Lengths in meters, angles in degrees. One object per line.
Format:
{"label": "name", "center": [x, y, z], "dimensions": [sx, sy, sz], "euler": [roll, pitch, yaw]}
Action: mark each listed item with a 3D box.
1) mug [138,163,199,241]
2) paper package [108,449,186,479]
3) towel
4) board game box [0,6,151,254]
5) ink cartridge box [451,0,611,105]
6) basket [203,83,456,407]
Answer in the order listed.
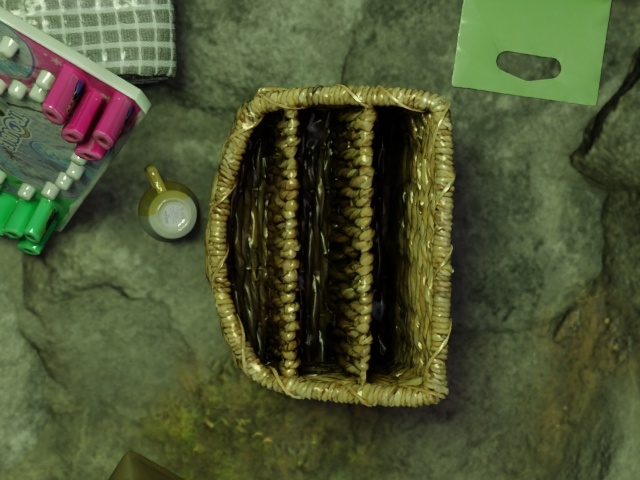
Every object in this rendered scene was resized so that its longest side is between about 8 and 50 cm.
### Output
{"label": "mug", "center": [-0.155, -0.031, 1.406], "dimensions": [0.078, 0.064, 0.062], "euler": [34, 88, -11]}
{"label": "paper package", "center": [-0.094, 0.365, 1.314], "dimensions": [0.309, 0.325, 0.168], "euler": [32, 88, -11]}
{"label": "towel", "center": [-0.283, -0.255, 1.337], "dimensions": [0.284, 0.121, 0.235], "euler": [-6, 94, -10]}
{"label": "board game box", "center": [-0.366, -0.137, 1.197], "dimensions": [0.390, 0.390, 0.050], "euler": [30, 67, -11]}
{"label": "ink cartridge box", "center": [0.236, -0.268, 1.467], "dimensions": [0.171, 0.056, 0.235], "euler": [7, 91, -12]}
{"label": "basket", "center": [0.000, 0.000, 1.357], "dimensions": [0.214, 0.223, 0.299], "euler": [1, 95, -11]}
